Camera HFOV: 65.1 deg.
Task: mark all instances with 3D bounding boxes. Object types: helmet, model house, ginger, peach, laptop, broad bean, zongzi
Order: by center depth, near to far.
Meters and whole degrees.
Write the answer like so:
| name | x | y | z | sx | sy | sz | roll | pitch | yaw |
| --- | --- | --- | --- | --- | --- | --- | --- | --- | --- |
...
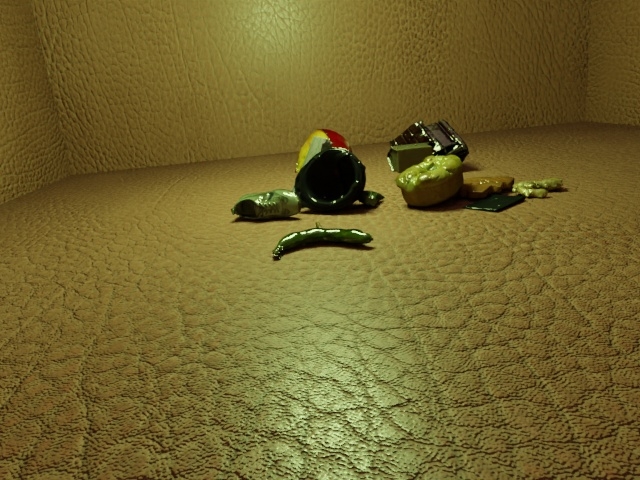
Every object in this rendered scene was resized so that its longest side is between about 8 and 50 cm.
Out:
| name | x | y | z | sx | sy | sz | roll | pitch | yaw |
| --- | --- | --- | --- | --- | --- | --- | --- | --- | --- |
| broad bean | 0.000 | 0.000 | 1.460 | 0.292 | 0.049 | 0.144 | -9 | 23 | -4 |
| laptop | 0.607 | -0.134 | 1.751 | 0.197 | 0.016 | 0.135 | -19 | 20 | -39 |
| ginger | 0.801 | -0.201 | 1.848 | 0.177 | 0.052 | 0.193 | 6 | 20 | 17 |
| helmet | 0.054 | -0.217 | 1.899 | 0.279 | 0.230 | 0.160 | -22 | -14 | 25 |
| zongzi | 0.211 | -0.158 | 1.905 | 0.119 | 0.055 | 0.109 | 1 | 17 | -17 |
| peach | 0.010 | -0.368 | 2.306 | 0.281 | 0.280 | 0.338 | 1 | 18 | 20 |
| model house | 0.399 | -0.374 | 2.323 | 0.181 | 0.176 | 0.248 | -8 | 22 | -7 |
| model house | 0.514 | -0.422 | 2.482 | 0.283 | 0.297 | 0.317 | -19 | 57 | -12 |

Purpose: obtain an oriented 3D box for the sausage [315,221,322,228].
| name | x | y | z | sx | sy | sz | roll | pitch | yaw |
| --- | --- | --- | --- | --- | --- | --- | --- | --- | --- |
| sausage | -0.005 | -0.047 | 1.660 | 0.015 | 0.015 | 0.100 | -7 | 17 | -6 |

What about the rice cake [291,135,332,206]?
| name | x | y | z | sx | sy | sz | roll | pitch | yaw |
| --- | --- | --- | --- | --- | --- | --- | --- | --- | --- |
| rice cake | -0.040 | -0.280 | 2.017 | 0.050 | 0.297 | 0.106 | 24 | -4 | -36 |

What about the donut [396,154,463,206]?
| name | x | y | z | sx | sy | sz | roll | pitch | yaw |
| --- | --- | --- | --- | --- | --- | --- | --- | --- | --- |
| donut | 0.412 | -0.220 | 1.838 | 0.261 | 0.128 | 0.209 | -33 | 27 | -30 |

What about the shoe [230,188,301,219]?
| name | x | y | z | sx | sy | sz | roll | pitch | yaw |
| --- | --- | --- | --- | --- | --- | --- | --- | --- | --- |
| shoe | -0.201 | -0.124 | 1.843 | 0.275 | 0.103 | 0.098 | -5 | 17 | 24 |

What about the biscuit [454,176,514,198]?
| name | x | y | z | sx | sy | sz | roll | pitch | yaw |
| --- | --- | --- | --- | --- | --- | --- | --- | --- | --- |
| biscuit | 0.619 | -0.217 | 1.947 | 0.307 | 0.043 | 0.284 | -12 | 15 | -15 |
